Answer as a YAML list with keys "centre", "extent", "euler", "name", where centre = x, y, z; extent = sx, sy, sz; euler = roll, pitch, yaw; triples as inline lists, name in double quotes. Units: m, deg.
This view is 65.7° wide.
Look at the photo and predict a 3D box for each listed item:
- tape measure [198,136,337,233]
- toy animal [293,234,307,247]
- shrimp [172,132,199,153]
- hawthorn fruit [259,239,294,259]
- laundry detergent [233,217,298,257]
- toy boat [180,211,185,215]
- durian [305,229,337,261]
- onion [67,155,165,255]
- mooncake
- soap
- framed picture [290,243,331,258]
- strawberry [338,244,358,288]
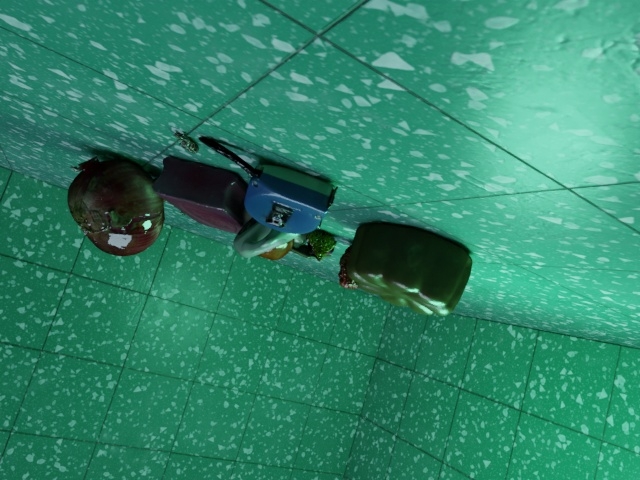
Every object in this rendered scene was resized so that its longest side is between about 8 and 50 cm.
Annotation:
- centre: [-0.148, -0.124, 1.236]
  extent: [0.351, 0.098, 0.215]
  euler: [21, 153, -7]
  name: "tape measure"
- centre: [-0.111, -0.022, 1.991]
  extent: [0.071, 0.085, 0.124]
  euler: [32, 178, 41]
  name: "toy animal"
- centre: [-0.325, -0.237, 1.190]
  extent: [0.038, 0.029, 0.092]
  euler: [23, 168, 17]
  name: "shrimp"
- centre: [-0.177, -0.024, 1.797]
  extent: [0.179, 0.179, 0.200]
  euler: [18, 159, -6]
  name: "hawthorn fruit"
- centre: [-0.126, -0.040, 1.457]
  extent: [0.105, 0.215, 0.280]
  euler: [55, 149, -15]
  name: "laundry detergent"
- centre: [-0.614, -0.170, 1.945]
  extent: [0.229, 0.088, 0.089]
  euler: [23, 170, -40]
  name: "toy boat"
- centre: [0.004, 0.000, 1.918]
  extent: [0.108, 0.119, 0.186]
  euler: [-20, -170, -8]
  name: "durian"
- centre: [-0.702, -0.121, 1.706]
  extent: [0.353, 0.354, 0.353]
  euler: [16, 171, 3]
  name: "onion"
- centre: [0.264, 0.094, 1.550]
  extent: [0.378, 0.201, 0.378]
  euler: [18, 169, 4]
  name: "mooncake"
- centre: [-0.333, -0.128, 1.566]
  extent: [0.233, 0.128, 0.359]
  euler: [16, 170, 11]
  name: "soap"
- centre: [-0.123, 0.018, 2.117]
  extent: [0.293, 0.018, 0.231]
  euler: [24, -171, 23]
  name: "framed picture"
- centre: [0.154, 0.108, 1.926]
  extent: [0.187, 0.201, 0.184]
  euler: [33, 159, 20]
  name: "strawberry"
